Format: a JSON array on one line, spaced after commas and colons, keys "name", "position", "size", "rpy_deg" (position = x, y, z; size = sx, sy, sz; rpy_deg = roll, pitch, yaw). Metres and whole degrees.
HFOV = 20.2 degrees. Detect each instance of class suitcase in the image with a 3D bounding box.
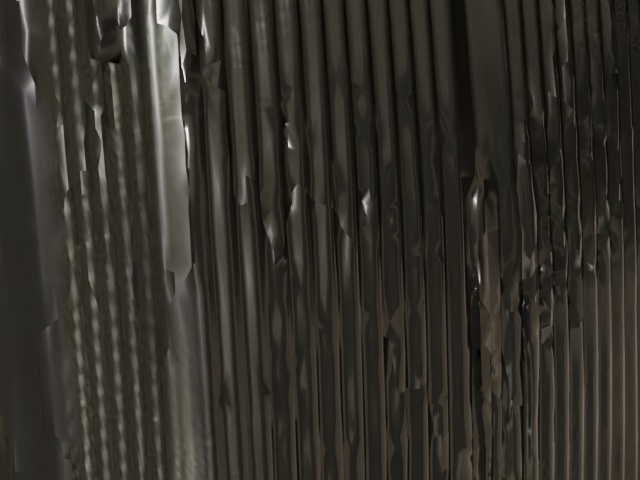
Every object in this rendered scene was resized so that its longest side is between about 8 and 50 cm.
[{"name": "suitcase", "position": [0.000, 0.000, 0.552], "size": [0.229, 0.152, 0.335], "rpy_deg": [-11, 102, -44]}]
